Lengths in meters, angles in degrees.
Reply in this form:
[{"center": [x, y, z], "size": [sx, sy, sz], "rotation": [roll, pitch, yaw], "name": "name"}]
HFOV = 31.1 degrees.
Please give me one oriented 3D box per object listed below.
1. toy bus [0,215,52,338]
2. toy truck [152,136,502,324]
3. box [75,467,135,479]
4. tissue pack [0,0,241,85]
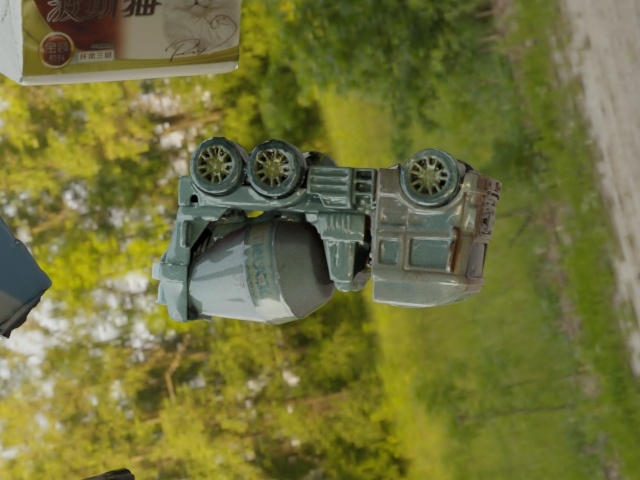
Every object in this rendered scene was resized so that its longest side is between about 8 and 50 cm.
[{"center": [-0.285, 0.065, 0.546], "size": [0.106, 0.297, 0.131], "rotation": [13, 135, 56], "name": "toy bus"}, {"center": [0.000, 0.000, 0.858], "size": [0.108, 0.256, 0.140], "rotation": [6, -91, -73], "name": "toy truck"}, {"center": [-0.171, 0.197, 0.418], "size": [0.153, 0.252, 0.188], "rotation": [115, 140, -75], "name": "box"}, {"center": [-0.140, -0.160, 0.746], "size": [0.106, 0.148, 0.099], "rotation": [32, 124, 51], "name": "tissue pack"}]
